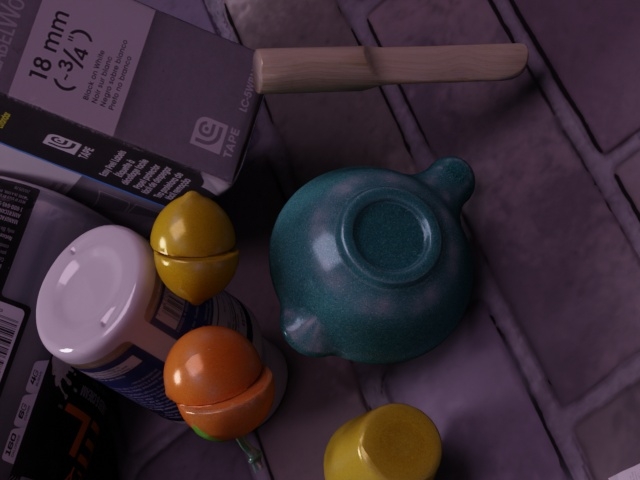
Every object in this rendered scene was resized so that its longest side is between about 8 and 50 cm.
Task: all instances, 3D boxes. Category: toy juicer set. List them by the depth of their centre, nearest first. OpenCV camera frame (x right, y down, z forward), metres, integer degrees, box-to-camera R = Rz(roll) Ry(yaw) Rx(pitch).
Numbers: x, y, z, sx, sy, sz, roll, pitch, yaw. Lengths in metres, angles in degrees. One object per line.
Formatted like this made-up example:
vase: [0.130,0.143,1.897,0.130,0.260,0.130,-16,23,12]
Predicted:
toy juicer set: [0.000,0.000,1.167,0.089,0.209,0.329,120,165,-66]

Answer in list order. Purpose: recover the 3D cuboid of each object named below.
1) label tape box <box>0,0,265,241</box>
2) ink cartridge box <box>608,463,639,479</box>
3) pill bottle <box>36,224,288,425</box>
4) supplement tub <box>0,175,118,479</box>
label tape box: [-0.230,-0.111,1.258,0.240,0.333,0.106,147,142,-67]
ink cartridge box: [0.219,0.137,1.004,0.115,0.029,0.063,-29,50,25]
pill bottle: [-0.098,0.066,1.209,0.094,0.169,0.094,-20,53,29]
supplement tub: [-0.252,0.126,1.286,0.193,0.193,0.316,1,67,40]
